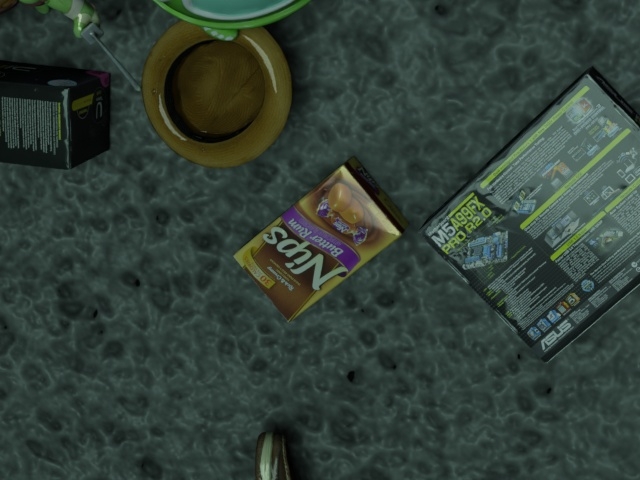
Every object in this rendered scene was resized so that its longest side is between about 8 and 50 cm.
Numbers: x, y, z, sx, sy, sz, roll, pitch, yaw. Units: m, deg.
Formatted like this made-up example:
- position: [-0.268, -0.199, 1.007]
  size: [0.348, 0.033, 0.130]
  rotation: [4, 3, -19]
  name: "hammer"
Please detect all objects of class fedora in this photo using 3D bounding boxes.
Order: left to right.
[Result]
- position: [-0.113, -0.181, 1.654]
  size: [0.194, 0.079, 0.194]
  rotation: [7, 111, 18]
  name: "fedora"

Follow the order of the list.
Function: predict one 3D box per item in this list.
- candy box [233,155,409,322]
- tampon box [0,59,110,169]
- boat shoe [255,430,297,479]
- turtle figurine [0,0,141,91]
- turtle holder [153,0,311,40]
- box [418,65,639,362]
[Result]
- position: [0.000, 0.000, 1.689]
  size: [0.186, 0.053, 0.109]
  rotation: [-39, 93, 23]
  name: "candy box"
- position: [-0.350, -0.154, 1.706]
  size: [0.161, 0.120, 0.102]
  rotation: [7, 108, 13]
  name: "tampon box"
- position: [-0.024, 0.356, 1.785]
  size: [0.095, 0.095, 0.258]
  rotation: [-6, 110, 3]
  name: "boat shoe"
- position: [-0.356, -0.232, 1.597]
  size: [0.198, 0.266, 0.275]
  rotation: [-41, 105, 9]
  name: "turtle figurine"
- position: [-0.126, -0.355, 1.485]
  size: [0.320, 0.227, 0.243]
  rotation: [7, 87, 7]
  name: "turtle holder"
- position: [0.280, -0.026, 1.598]
  size: [0.216, 0.060, 0.270]
  rotation: [45, 111, 0]
  name: "box"
